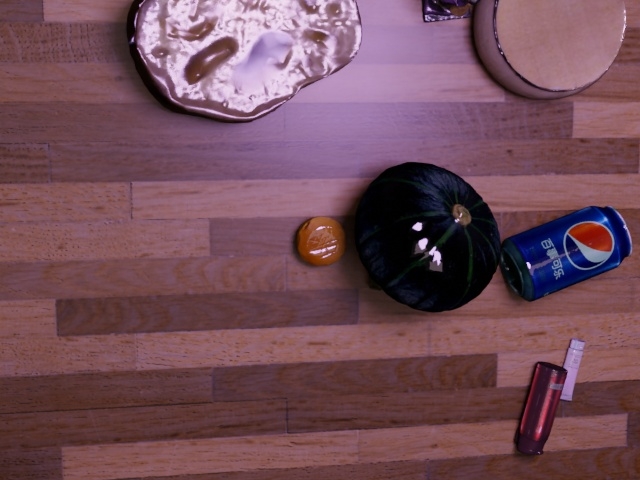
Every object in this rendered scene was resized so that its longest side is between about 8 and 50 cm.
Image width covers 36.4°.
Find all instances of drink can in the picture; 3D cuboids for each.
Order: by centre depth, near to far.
[{"bbox_3d":[0.413,0.019,1.645,0.205,0.118,0.118,-21,101,-7],"label":"drink can"}]

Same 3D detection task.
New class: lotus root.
[{"bbox_3d":[-0.113,-0.365,1.507,0.375,0.111,0.390,21,91,-13],"label":"lotus root"}]

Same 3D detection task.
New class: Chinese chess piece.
[{"bbox_3d":[0.374,-0.355,1.590,0.250,0.103,0.249,-1,98,-10],"label":"Chinese chess piece"}]

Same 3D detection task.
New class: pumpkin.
[{"bbox_3d":[0.151,0.007,1.565,0.248,0.248,0.248,-1,99,-9],"label":"pumpkin"}]

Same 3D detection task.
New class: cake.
[{"bbox_3d":[0.000,0.000,1.609,0.084,0.044,0.084,-2,100,-11],"label":"cake"}]

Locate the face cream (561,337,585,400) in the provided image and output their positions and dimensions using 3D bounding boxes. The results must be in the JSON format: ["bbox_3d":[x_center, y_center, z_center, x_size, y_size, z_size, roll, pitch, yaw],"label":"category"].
[{"bbox_3d":[0.443,0.230,1.730,0.038,0.020,0.115,12,99,-13],"label":"face cream"}]

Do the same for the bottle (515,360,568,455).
[{"bbox_3d":[0.385,0.298,1.713,0.060,0.060,0.164,13,96,-11],"label":"bottle"}]

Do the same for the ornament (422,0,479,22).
[{"bbox_3d":[0.208,-0.387,1.511,0.081,0.203,0.088,-8,102,-1],"label":"ornament"}]
